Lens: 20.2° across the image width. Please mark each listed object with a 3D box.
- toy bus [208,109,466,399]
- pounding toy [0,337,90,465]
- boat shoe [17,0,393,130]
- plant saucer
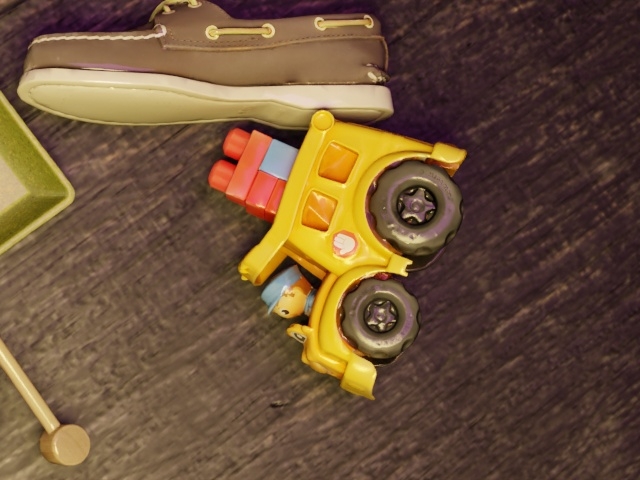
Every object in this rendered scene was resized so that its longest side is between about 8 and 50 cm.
[{"bbox_3d":[0.000,0.000,1.506,0.211,0.149,0.220,20,82,0],"label":"toy bus"},{"bbox_3d":[-0.295,0.157,1.429,0.206,0.094,0.181,11,77,-24],"label":"pounding toy"},{"bbox_3d":[-0.094,-0.151,1.502,0.324,0.116,0.096,1,80,-20],"label":"boat shoe"},{"bbox_3d":[-0.329,-0.054,1.458,0.188,0.045,0.188,-38,95,-16],"label":"plant saucer"}]
